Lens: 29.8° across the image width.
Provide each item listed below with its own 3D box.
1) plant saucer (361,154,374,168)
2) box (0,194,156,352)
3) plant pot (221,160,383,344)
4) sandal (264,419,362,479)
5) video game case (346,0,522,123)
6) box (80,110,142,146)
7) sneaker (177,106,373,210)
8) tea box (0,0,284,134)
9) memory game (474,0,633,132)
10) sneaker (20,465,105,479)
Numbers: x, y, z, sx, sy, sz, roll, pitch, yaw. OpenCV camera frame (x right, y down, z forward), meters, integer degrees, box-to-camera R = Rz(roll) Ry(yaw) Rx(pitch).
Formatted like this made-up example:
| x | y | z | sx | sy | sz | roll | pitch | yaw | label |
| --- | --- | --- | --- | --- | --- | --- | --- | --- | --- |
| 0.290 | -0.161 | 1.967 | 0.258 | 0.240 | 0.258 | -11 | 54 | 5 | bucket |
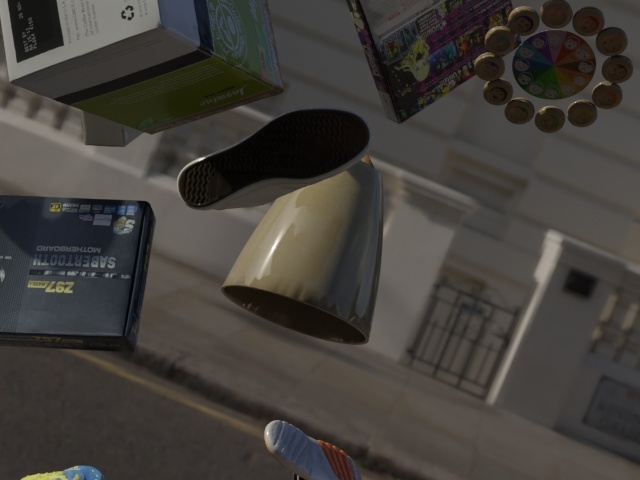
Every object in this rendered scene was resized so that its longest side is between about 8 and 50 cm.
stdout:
| x | y | z | sx | sy | sz | roll | pitch | yaw | label |
| --- | --- | --- | --- | --- | --- | --- | --- | --- | --- |
| 0.089 | -0.138 | 2.214 | 0.083 | 0.015 | 0.083 | -25 | 90 | -85 | plant saucer |
| -0.328 | 0.038 | 1.460 | 0.232 | 0.183 | 0.059 | 3 | -25 | 7 | box |
| 0.000 | 0.000 | 2.002 | 0.256 | 0.274 | 0.256 | 18 | -15 | 5 | plant pot |
| -0.022 | 0.361 | 1.885 | 0.265 | 0.076 | 0.102 | 41 | 29 | -38 | sandal |
| 0.158 | -0.306 | 1.643 | 0.042 | 0.232 | 0.210 | 31 | -29 | 52 | video game case |
| -0.394 | -0.284 | 2.483 | 0.094 | 0.113 | 0.275 | 3 | 21 | 15 | box |
| -0.057 | -0.117 | 1.735 | 0.290 | 0.106 | 0.123 | -16 | -7 | 14 | sneaker |
| -0.231 | -0.341 | 1.511 | 0.220 | 0.329 | 0.323 | -15 | -11 | 20 | tea box |
| 0.277 | -0.204 | 1.427 | 0.186 | 0.186 | 0.012 | 21 | 41 | -7 | memory game |
| -0.359 | 0.375 | 1.787 | 0.126 | 0.091 | 0.240 | -17 | 11 | -36 | sneaker |
